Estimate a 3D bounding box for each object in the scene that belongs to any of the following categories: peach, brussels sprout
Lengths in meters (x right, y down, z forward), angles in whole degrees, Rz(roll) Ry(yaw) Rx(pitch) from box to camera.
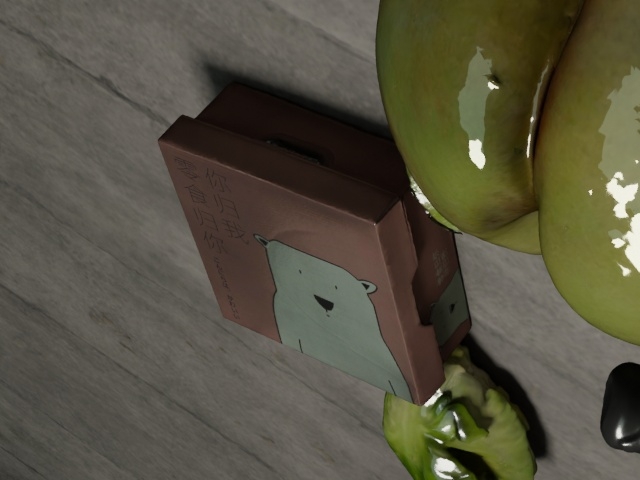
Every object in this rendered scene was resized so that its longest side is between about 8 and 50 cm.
[{"bbox_3d":[0.170,-0.100,0.752,0.292,0.292,0.247,10,162,44],"label":"peach"},{"bbox_3d":[0.105,0.159,1.373,0.139,0.100,0.181,27,152,48],"label":"brussels sprout"}]

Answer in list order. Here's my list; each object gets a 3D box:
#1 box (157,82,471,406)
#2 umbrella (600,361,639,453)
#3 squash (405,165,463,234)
[{"bbox_3d":[0.000,0.000,1.284,0.215,0.086,0.215,22,145,32],"label":"box"},{"bbox_3d":[0.294,0.108,0.744,0.337,0.067,0.073,13,136,3],"label":"umbrella"},{"bbox_3d":[0.129,-0.067,1.044,0.132,0.105,0.105,-16,119,43],"label":"squash"}]
